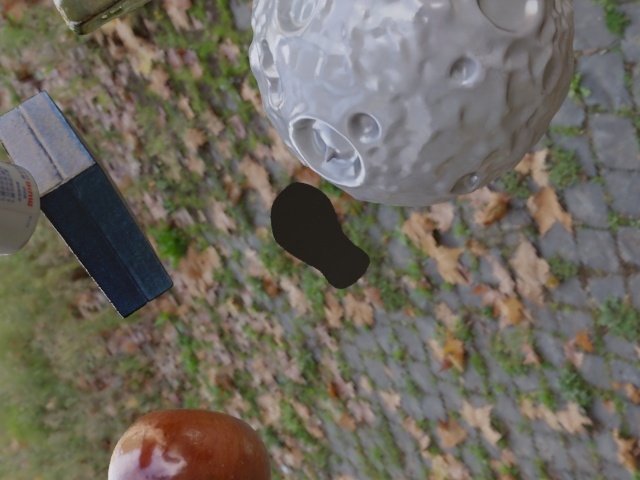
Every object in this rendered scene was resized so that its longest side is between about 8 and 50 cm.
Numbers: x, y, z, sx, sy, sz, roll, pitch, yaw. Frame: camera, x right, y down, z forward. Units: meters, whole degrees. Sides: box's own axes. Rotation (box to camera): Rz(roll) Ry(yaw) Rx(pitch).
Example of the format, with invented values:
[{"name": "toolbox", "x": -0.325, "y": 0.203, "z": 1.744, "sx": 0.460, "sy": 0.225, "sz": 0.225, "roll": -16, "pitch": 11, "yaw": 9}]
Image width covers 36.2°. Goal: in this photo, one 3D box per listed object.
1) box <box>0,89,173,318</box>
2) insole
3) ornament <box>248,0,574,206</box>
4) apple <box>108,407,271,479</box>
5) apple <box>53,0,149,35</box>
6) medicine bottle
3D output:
[{"name": "box", "x": -0.372, "y": -0.057, "z": 1.542, "sx": 0.261, "sy": 0.116, "sz": 0.279, "roll": 45, "pitch": 164, "yaw": 44}, {"name": "insole", "x": 0.000, "y": 0.000, "z": 1.265, "sx": 0.005, "sy": 0.086, "sz": 0.253, "roll": 46, "pitch": 178, "yaw": 37}, {"name": "ornament", "x": 0.087, "y": -0.192, "z": 1.019, "sx": 0.337, "sy": 0.337, "sz": 0.337, "roll": 38, "pitch": 147, "yaw": 30}, {"name": "apple", "x": -0.222, "y": 0.393, "z": 1.677, "sx": 0.271, "sy": 0.206, "sz": 0.251, "roll": -3, "pitch": 148, "yaw": 20}, {"name": "apple", "x": -0.225, "y": -0.371, "z": 1.117, "sx": 0.193, "sy": 0.265, "sz": 0.120, "roll": 61, "pitch": -172, "yaw": -16}, {"name": "medicine bottle", "x": -0.514, "y": -0.061, "z": 1.191, "sx": 0.130, "sy": 0.341, "sz": 0.130, "roll": -5, "pitch": 80, "yaw": 31}]
